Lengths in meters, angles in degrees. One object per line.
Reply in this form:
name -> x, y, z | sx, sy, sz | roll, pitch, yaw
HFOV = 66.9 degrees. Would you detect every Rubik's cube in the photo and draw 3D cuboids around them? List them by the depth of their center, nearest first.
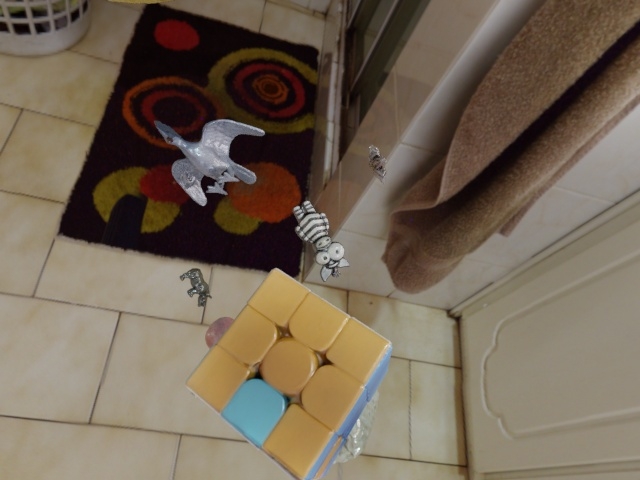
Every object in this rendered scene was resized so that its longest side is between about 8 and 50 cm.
Rubik's cube -> -0.046, 0.286, 1.011 | 0.291, 0.290, 0.292 | 31, 73, 18

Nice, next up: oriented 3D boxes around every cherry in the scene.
cherry -> -0.282, 0.269, 1.395 | 0.087, 0.126, 0.106 | 32, 70, -3

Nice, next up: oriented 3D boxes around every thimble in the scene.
thimble -> 0.013, 0.477, 1.391 | 0.291, 0.291, 0.195 | 38, 38, 2

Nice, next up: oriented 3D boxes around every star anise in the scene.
star anise -> 0.173, -0.227, 1.436 | 0.056, 0.129, 0.124 | -18, 87, 4

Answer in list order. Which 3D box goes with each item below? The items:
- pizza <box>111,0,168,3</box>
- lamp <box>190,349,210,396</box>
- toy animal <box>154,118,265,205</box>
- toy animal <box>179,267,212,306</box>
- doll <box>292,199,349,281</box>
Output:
pizza -> -0.210, -0.432, 0.687 | 0.268, 0.258, 0.087 | 7, 72, -1
lamp -> -0.399, 0.465, 1.722 | 0.056, 0.050, 0.198 | 33, 72, -37
toy animal -> -0.249, -0.192, 1.104 | 0.176, 0.239, 0.255 | 59, 22, 20
toy animal -> -0.364, 0.144, 1.438 | 0.065, 0.047, 0.136 | -27, 114, -20
doll -> 0.000, 0.000, 1.259 | 0.091, 0.067, 0.219 | -30, 97, -11
